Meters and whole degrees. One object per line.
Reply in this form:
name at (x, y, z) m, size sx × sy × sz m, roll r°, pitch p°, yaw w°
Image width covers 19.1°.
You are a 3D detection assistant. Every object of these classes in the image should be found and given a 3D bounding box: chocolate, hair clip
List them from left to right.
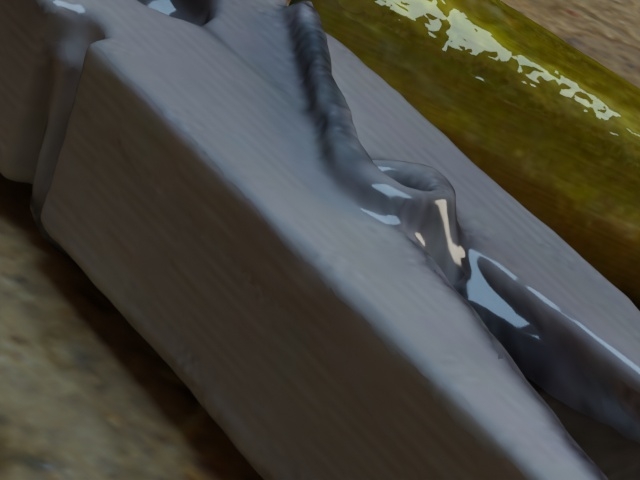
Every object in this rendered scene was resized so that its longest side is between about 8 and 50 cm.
hair clip at (-0.013, -0.004, 0.519) m, size 0.101 × 0.085 × 0.331 m, roll -13°, pitch 43°, yaw -39°
chocolate at (0.085, -0.028, 0.647) m, size 0.219 × 0.085 × 0.085 m, roll 28°, pitch 27°, yaw -1°
